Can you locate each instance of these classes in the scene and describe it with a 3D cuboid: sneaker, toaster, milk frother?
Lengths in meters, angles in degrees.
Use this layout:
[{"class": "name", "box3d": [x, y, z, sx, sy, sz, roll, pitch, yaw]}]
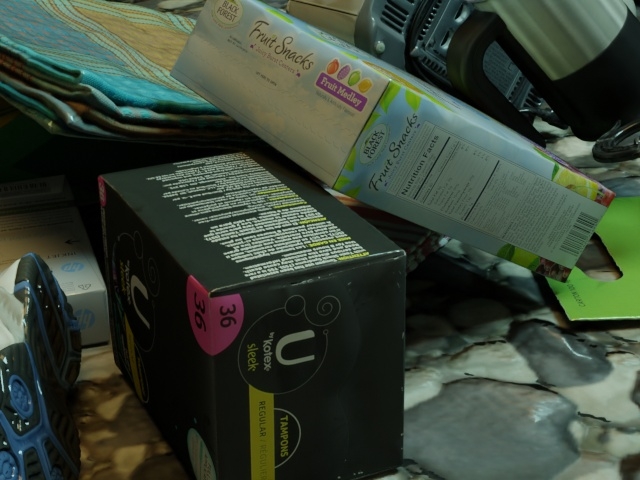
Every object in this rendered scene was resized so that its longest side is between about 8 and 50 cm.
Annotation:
[{"class": "sneaker", "box3d": [-0.169, 0.086, 0.712, 0.081, 0.080, 0.211, -23, 23, 6]}, {"class": "toaster", "box3d": [0.084, -0.162, 1.103, 0.227, 0.129, 0.146, 26, 2, -37]}, {"class": "milk frother", "box3d": [0.168, -0.123, 0.919, 0.129, 0.135, 0.143, -55, 26, -20]}]

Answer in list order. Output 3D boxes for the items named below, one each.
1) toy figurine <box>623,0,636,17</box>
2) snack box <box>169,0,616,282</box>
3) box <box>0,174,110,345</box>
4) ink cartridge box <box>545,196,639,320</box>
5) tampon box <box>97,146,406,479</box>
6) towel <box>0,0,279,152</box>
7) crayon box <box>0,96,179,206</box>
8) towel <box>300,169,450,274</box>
[{"class": "toy figurine", "box3d": [0.184, -0.257, 1.256, 0.213, 0.210, 0.148, -18, 39, -35]}, {"class": "snack box", "box3d": [0.043, -0.062, 0.842, 0.207, 0.070, 0.174, 18, 13, -43]}, {"class": "box", "box3d": [-0.214, 0.017, 0.888, 0.145, 0.038, 0.186, -9, 25, -14]}, {"class": "ink cartridge box", "box3d": [0.259, -0.035, 0.897, 0.255, 0.097, 0.189, -3, 25, -5]}, {"class": "tampon box", "box3d": [-0.037, 0.038, 0.728, 0.101, 0.120, 0.161, -12, 26, -22]}, {"class": "towel", "box3d": [-0.108, -0.125, 1.000, 0.271, 0.040, 0.370, 32, 20, 36]}, {"class": "crayon box", "box3d": [-0.283, -0.078, 1.050, 0.318, 0.081, 0.202, -11, 27, -19]}, {"class": "towel", "box3d": [0.000, 0.000, 0.927, 0.144, 0.029, 0.197, 11, 25, 25]}]
